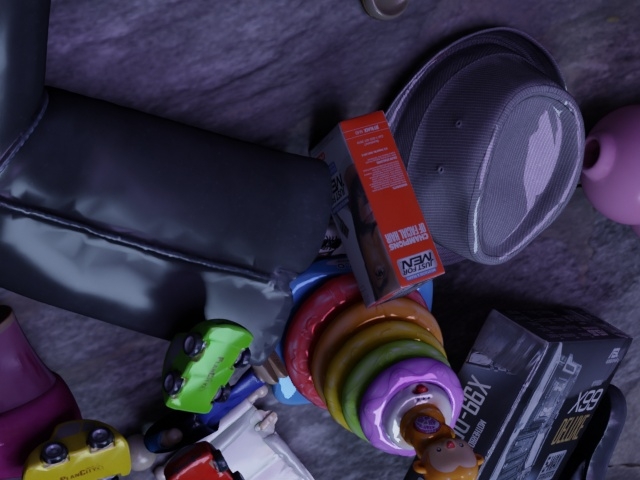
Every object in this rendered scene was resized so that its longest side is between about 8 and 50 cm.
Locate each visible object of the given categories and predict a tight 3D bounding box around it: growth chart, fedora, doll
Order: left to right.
[{"bbox_3d":[-0.120,0.174,1.355,0.189,0.129,0.046,-35,85,12],"label":"doll"},{"bbox_3d":[-0.072,0.290,1.450,0.172,0.021,0.237,-35,110,-10],"label":"growth chart"},{"bbox_3d":[0.174,-0.073,1.388,0.243,0.124,0.275,18,103,-36],"label":"fedora"}]

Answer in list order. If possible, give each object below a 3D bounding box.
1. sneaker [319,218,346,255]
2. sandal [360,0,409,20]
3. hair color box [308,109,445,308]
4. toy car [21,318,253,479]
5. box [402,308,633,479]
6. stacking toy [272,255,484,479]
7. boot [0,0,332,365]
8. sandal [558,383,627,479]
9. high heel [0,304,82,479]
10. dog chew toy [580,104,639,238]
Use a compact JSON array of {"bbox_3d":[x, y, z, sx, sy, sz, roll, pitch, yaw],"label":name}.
[{"bbox_3d":[0.000,0.000,1.370,0.109,0.043,0.040,8,107,-36],"label":"sneaker"},{"bbox_3d":[0.070,-0.288,1.262,0.072,0.049,0.180,-15,120,-25],"label":"sandal"},{"bbox_3d":[0.051,-0.028,1.302,0.053,0.093,0.167,-18,81,-23],"label":"hair color box"},{"bbox_3d":[-0.134,0.154,1.231,0.239,0.053,0.225,16,115,-36],"label":"toy car"},{"bbox_3d":[0.220,0.196,1.507,0.307,0.076,0.242,7,112,-61],"label":"box"},{"bbox_3d":[0.074,0.148,1.321,0.175,0.302,0.166,-3,116,-19],"label":"stacking toy"},{"bbox_3d":[-0.160,-0.098,1.154,0.445,0.146,0.367,21,110,-34],"label":"boot"},{"bbox_3d":[0.309,0.295,1.686,0.054,0.097,0.255,8,99,-22],"label":"sandal"},{"bbox_3d":[-0.382,0.227,1.192,0.377,0.127,0.181,-32,116,-18],"label":"high heel"},{"bbox_3d":[0.428,-0.063,1.511,0.331,0.206,0.207,11,108,-26],"label":"dog chew toy"}]
